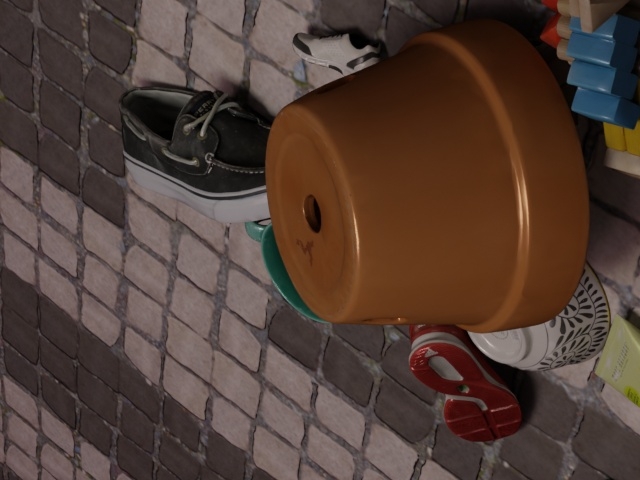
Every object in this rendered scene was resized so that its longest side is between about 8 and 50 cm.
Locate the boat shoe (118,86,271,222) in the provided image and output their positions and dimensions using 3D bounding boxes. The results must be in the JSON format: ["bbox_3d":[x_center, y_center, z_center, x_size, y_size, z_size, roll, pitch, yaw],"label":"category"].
[{"bbox_3d":[-0.124,-0.105,1.801,0.335,0.121,0.119,11,131,45],"label":"boat shoe"}]

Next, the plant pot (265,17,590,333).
[{"bbox_3d":[0.080,-0.043,1.473,0.291,0.203,0.291,168,90,-67],"label":"plant pot"}]

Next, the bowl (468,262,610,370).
[{"bbox_3d":[0.197,0.073,1.633,0.170,0.080,0.170,29,139,29],"label":"bowl"}]

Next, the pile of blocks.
[{"bbox_3d":[0.214,-0.201,1.329,0.112,0.149,0.362,19,133,37],"label":"pile of blocks"}]

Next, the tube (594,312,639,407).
[{"bbox_3d":[0.363,0.170,1.553,0.240,0.062,0.070,40,102,25],"label":"tube"}]

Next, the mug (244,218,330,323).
[{"bbox_3d":[0.006,0.000,1.766,0.158,0.097,0.129,53,144,1],"label":"mug"}]

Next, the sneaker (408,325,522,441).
[{"bbox_3d":[0.155,0.118,1.737,0.087,0.128,0.221,-14,142,15],"label":"sneaker"}]

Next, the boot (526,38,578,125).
[{"bbox_3d":[0.191,-0.142,1.501,0.118,0.042,0.087,-6,108,49],"label":"boot"}]

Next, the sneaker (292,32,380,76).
[{"bbox_3d":[0.019,-0.195,1.649,0.109,0.040,0.044,24,119,29],"label":"sneaker"}]
